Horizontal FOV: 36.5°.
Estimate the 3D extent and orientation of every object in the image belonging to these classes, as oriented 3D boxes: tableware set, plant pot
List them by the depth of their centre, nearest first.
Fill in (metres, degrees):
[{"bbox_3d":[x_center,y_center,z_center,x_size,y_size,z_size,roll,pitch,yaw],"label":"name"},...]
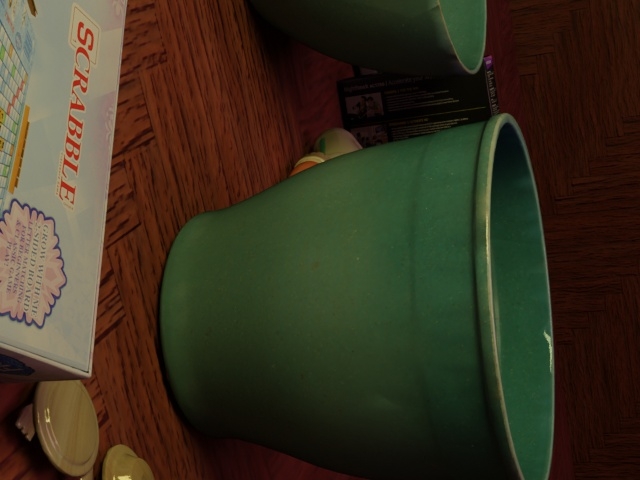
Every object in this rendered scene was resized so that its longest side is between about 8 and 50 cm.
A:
[{"bbox_3d":[-0.134,0.163,0.575,0.169,0.020,0.141,59,19,-44],"label":"tableware set"},{"bbox_3d":[0.030,0.054,0.736,0.271,0.255,0.272,-5,90,-69],"label":"plant pot"},{"bbox_3d":[0.031,-0.288,0.913,0.290,0.195,0.290,-5,90,-70],"label":"plant pot"}]

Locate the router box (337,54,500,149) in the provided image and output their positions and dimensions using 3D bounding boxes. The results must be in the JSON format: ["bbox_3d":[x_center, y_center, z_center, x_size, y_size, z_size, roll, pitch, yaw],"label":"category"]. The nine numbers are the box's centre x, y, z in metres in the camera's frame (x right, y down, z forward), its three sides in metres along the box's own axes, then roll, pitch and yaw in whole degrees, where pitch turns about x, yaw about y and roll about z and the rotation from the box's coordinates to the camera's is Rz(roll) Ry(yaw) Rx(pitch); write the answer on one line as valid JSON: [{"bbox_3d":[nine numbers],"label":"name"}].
[{"bbox_3d":[0.118,-0.136,1.134,0.046,0.178,0.133,-35,118,-65],"label":"router box"}]

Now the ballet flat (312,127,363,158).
[{"bbox_3d":[0.054,-0.046,1.096,0.248,0.086,0.086,49,40,-56],"label":"ballet flat"}]

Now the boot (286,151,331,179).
[{"bbox_3d":[0.000,0.000,0.965,0.158,0.059,0.084,68,28,-19],"label":"boot"}]

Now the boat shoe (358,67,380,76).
[{"bbox_3d":[0.075,-0.258,1.214,0.081,0.079,0.228,-79,161,-59],"label":"boat shoe"}]

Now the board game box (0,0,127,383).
[{"bbox_3d":[-0.199,-0.121,0.429,0.318,0.065,0.319,42,46,-61],"label":"board game box"}]
